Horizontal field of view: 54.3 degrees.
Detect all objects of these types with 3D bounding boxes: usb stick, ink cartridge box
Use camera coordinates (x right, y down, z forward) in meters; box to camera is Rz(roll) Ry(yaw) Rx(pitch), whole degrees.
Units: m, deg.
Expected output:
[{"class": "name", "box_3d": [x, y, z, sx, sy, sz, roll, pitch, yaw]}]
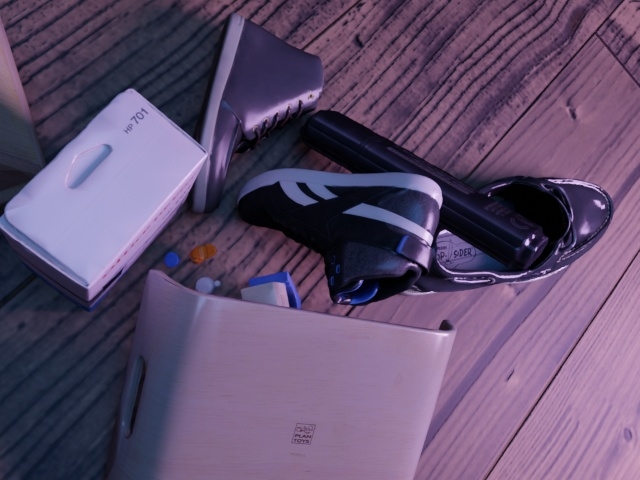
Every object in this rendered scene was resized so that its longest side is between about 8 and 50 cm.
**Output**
[{"class": "usb stick", "box_3d": [0.099, -0.059, 0.643, 0.278, 0.045, 0.077, 34, 25, 22]}, {"class": "ink cartridge box", "box_3d": [-0.181, -0.022, 0.528, 0.082, 0.190, 0.140, 41, 69, -9]}]

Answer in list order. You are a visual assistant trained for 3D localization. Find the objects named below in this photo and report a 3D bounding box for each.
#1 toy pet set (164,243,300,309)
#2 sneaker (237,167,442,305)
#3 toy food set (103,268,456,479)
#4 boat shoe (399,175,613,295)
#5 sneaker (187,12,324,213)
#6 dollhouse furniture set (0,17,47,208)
[{"class": "toy pet set", "box_3d": [-0.084, 0.063, 0.632, 0.114, 0.065, 0.122, -13, 80, 13]}, {"class": "sneaker", "box_3d": [0.000, 0.000, 0.589, 0.079, 0.216, 0.121, 46, 50, -52]}, {"class": "toy food set", "box_3d": [-0.029, 0.158, 0.589, 0.306, 0.092, 0.220, 11, 100, -22]}, {"class": "boat shoe", "box_3d": [0.233, -0.015, 0.724, 0.340, 0.113, 0.127, -7, 82, -22]}, {"class": "sneaker", "box_3d": [-0.064, -0.123, 0.649, 0.118, 0.083, 0.222, 16, 74, -18]}, {"class": "dollhouse furniture set", "box_3d": [-0.451, -0.070, 0.434, 0.394, 0.256, 0.362, -19, 86, 2]}]
